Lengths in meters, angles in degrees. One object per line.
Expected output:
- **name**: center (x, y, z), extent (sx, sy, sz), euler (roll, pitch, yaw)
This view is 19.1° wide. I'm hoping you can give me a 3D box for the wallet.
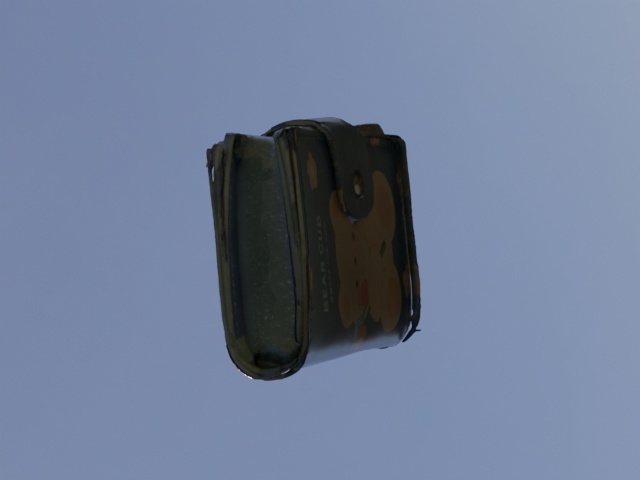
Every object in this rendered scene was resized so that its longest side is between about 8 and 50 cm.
- **wallet**: center (-0.001, 0.000, 1.074), extent (0.202, 0.059, 0.141), euler (-6, -87, -70)
